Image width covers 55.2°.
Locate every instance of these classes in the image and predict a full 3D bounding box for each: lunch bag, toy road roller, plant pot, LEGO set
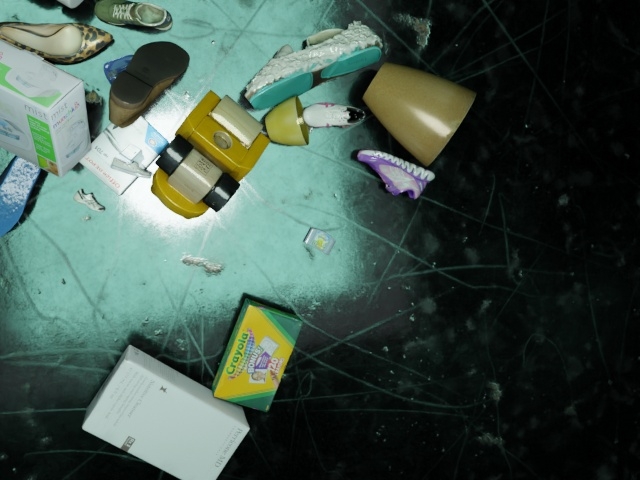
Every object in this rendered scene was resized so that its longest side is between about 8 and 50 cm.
[{"bbox_3d":[-0.495,-0.428,1.552,0.098,0.065,0.067,-24,103,-9],"label":"lunch bag"},{"bbox_3d":[-0.307,-0.200,1.589,0.202,0.240,0.330,39,50,-15],"label":"toy road roller"},{"bbox_3d":[0.251,-0.369,1.679,0.254,0.237,0.237,32,89,-1],"label":"plant pot"},{"bbox_3d":[-0.093,-0.312,1.645,0.095,0.134,0.134,-11,101,10],"label":"plant pot"},{"bbox_3d":[-0.589,-0.374,1.562,0.054,0.023,0.083,-30,90,-10],"label":"LEGO set"}]

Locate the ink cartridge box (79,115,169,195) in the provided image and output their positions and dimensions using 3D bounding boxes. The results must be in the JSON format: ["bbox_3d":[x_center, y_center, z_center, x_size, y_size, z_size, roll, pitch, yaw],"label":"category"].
[{"bbox_3d":[-0.502,-0.229,1.570,0.139,0.082,0.191,43,85,-15],"label":"ink cartridge box"}]

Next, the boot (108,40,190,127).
[{"bbox_3d":[-0.431,-0.391,1.515,0.112,0.115,0.305,34,47,-6],"label":"boot"}]

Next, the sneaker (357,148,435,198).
[{"bbox_3d":[0.208,-0.187,1.748,0.236,0.095,0.105,20,100,-16],"label":"sneaker"}]

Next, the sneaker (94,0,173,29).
[{"bbox_3d":[-0.466,-0.572,1.527,0.192,0.086,0.064,5,96,-14],"label":"sneaker"}]

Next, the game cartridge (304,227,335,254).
[{"bbox_3d":[0.000,0.000,1.759,0.083,0.017,0.056,28,87,-16],"label":"game cartridge"}]

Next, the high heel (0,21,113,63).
[{"bbox_3d":[-0.631,-0.479,1.448,0.261,0.186,0.093,-10,99,-12],"label":"high heel"}]

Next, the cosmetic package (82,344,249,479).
[{"bbox_3d":[-0.411,0.479,1.653,0.385,0.156,0.217,33,87,-15],"label":"cosmetic package"}]

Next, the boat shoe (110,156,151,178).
[{"bbox_3d":[-0.469,-0.182,1.526,0.100,0.035,0.035,18,97,-11],"label":"boat shoe"}]

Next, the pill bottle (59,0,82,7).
[{"bbox_3d":[-0.701,-0.717,1.378,0.392,0.224,0.224,29,90,-15],"label":"pill bottle"}]

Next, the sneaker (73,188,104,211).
[{"bbox_3d":[-0.597,-0.104,1.589,0.083,0.032,0.037,29,90,-16],"label":"sneaker"}]

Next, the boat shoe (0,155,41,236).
[{"bbox_3d":[-0.768,-0.109,1.523,0.109,0.089,0.258,40,82,-29],"label":"boat shoe"}]

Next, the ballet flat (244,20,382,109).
[{"bbox_3d":[-0.031,-0.478,1.644,0.408,0.147,0.147,-24,103,-12],"label":"ballet flat"}]

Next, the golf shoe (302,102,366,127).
[{"bbox_3d":[0.037,-0.343,1.655,0.186,0.086,0.068,-9,95,-35],"label":"golf shoe"}]

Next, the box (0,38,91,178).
[{"bbox_3d":[-0.675,-0.307,1.395,0.261,0.231,0.127,28,55,3],"label":"box"}]

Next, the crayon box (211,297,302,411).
[{"bbox_3d":[-0.180,0.322,1.725,0.165,0.081,0.279,21,93,-16],"label":"crayon box"}]
